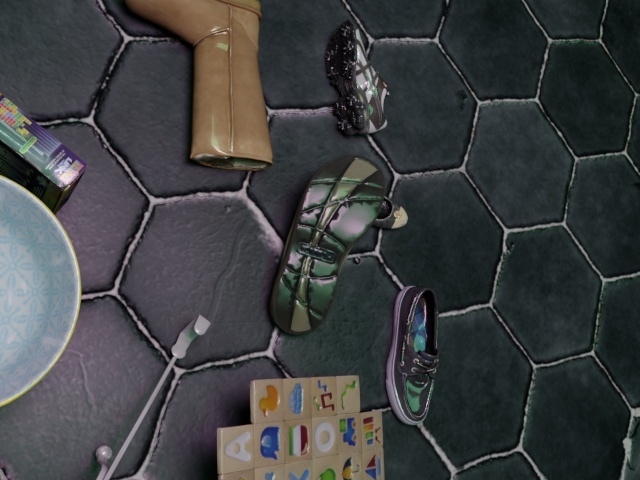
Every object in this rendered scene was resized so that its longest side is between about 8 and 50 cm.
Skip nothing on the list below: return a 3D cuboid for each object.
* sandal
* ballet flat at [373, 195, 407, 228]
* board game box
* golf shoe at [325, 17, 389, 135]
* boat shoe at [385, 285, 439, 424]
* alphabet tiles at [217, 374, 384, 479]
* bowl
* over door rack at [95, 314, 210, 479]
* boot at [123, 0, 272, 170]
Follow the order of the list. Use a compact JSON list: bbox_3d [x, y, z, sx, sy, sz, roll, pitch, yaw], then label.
[{"bbox_3d":[-0.002,0.001,1.144,0.120,0.086,0.302,27,86,-9],"label":"sandal"},{"bbox_3d":[0.075,-0.066,1.208,0.173,0.049,0.057,26,68,-19],"label":"ballet flat"},{"bbox_3d":[-0.379,-0.103,0.927,0.141,0.170,0.048,40,64,-14],"label":"board game box"},{"bbox_3d":[0.067,-0.276,1.244,0.094,0.077,0.198,-4,88,-38],"label":"golf shoe"},{"bbox_3d":[0.162,0.184,1.183,0.080,0.076,0.228,13,74,-23],"label":"boat shoe"},{"bbox_3d":[-0.014,0.338,1.026,0.343,0.011,0.285,10,75,-48],"label":"alphabet tiles"},{"bbox_3d":[-0.446,0.067,0.867,0.290,0.156,0.289,6,76,-25],"label":"bowl"},{"bbox_3d":[-0.168,0.306,0.992,0.239,0.108,0.324,40,52,-15],"label":"over door rack"},{"bbox_3d":[-0.183,-0.251,1.102,0.236,0.089,0.269,2,80,-25],"label":"boot"}]
